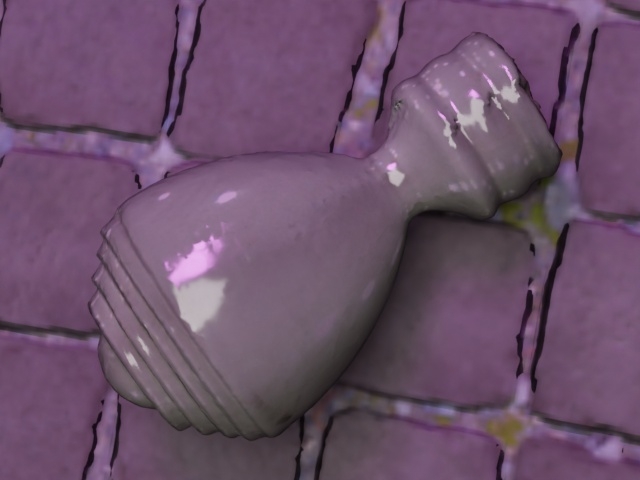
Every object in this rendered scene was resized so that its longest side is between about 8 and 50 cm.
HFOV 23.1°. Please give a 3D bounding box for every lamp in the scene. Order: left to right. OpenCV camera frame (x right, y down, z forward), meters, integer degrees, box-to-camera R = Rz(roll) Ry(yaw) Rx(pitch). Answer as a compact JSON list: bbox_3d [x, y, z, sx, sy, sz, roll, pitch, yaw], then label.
[{"bbox_3d":[0.000,0.000,0.595,0.193,0.106,0.106,-33,80,-1],"label":"lamp"}]
